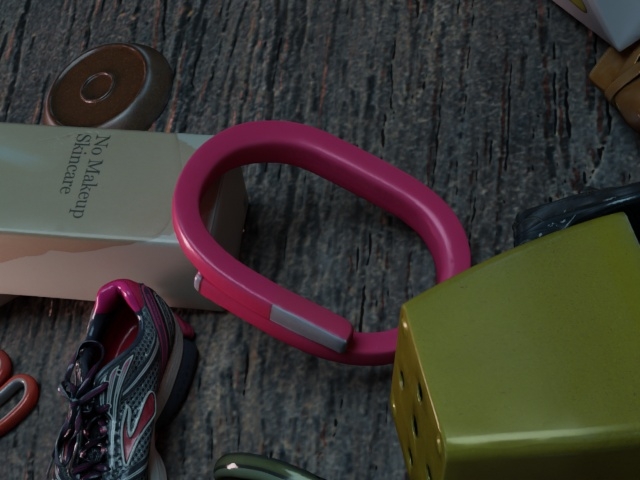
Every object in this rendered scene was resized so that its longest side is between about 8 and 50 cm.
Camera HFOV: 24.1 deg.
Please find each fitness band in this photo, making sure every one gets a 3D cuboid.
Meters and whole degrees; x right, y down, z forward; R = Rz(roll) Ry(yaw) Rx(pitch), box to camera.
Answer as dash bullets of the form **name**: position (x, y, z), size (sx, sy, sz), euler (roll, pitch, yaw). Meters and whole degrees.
- **fitness band**: position (0.000, 0.000, 1.404), size (0.290, 0.054, 0.209), euler (29, 55, 9)

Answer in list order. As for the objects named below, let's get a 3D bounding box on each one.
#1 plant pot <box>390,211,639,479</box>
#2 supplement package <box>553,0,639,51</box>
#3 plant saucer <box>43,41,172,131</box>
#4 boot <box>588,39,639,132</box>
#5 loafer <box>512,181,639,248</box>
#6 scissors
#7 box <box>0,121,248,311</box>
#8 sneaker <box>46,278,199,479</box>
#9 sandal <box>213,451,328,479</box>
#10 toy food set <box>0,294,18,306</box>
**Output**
- **plant pot**: position (0.162, 0.132, 1.168), size (0.187, 0.212, 0.212), euler (-8, 50, -8)
- **supplement package**: position (0.274, -0.329, 1.466), size (0.149, 0.194, 0.203), euler (-33, 32, 1)
- **plant saucer**: position (-0.254, -0.171, 1.743), size (0.168, 0.029, 0.168), euler (-12, 53, 16)
- **boot**: position (0.366, -0.176, 1.428), size (0.197, 0.073, 0.152), euler (-33, 42, -8)
- **loafer**: position (0.255, -0.029, 1.379), size (0.170, 0.062, 0.061), euler (-18, 46, 11)
- **scissors**: position (-0.424, 0.218, 1.544), size (0.297, 0.021, 0.109), euler (-36, 51, -5)
- **box**: position (-0.240, -0.027, 1.521), size (0.311, 0.121, 0.148), euler (3, 56, 9)
- **sneaker**: position (-0.208, 0.179, 1.412), size (0.120, 0.112, 0.299), euler (-5, 55, 22)
- **sandal**: position (0.019, 0.256, 1.251), size (0.302, 0.120, 0.086), euler (24, 83, 36)
- **toy food set**: position (-0.464, 0.000, 1.674), size (0.219, 0.092, 0.306), euler (-30, 50, 3)
